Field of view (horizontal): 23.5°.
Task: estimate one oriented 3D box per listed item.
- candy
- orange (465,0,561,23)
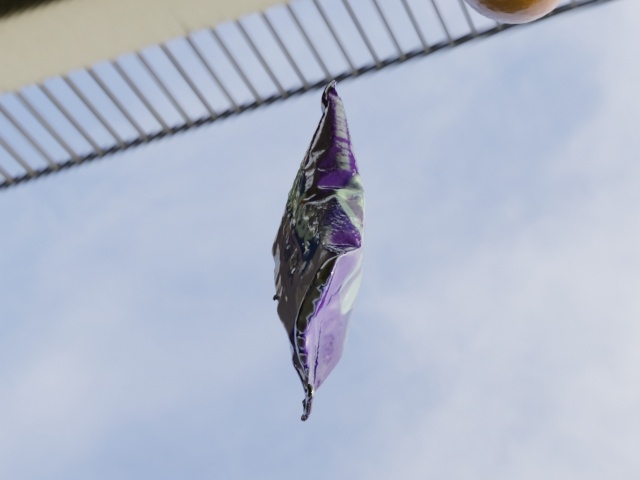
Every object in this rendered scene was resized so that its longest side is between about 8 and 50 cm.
[{"bbox_3d":[0.000,0.000,1.228,0.070,0.145,0.275,9,-141,-6],"label":"candy"},{"bbox_3d":[0.169,-0.267,1.335,0.124,0.156,0.156,20,-110,0],"label":"orange"}]
